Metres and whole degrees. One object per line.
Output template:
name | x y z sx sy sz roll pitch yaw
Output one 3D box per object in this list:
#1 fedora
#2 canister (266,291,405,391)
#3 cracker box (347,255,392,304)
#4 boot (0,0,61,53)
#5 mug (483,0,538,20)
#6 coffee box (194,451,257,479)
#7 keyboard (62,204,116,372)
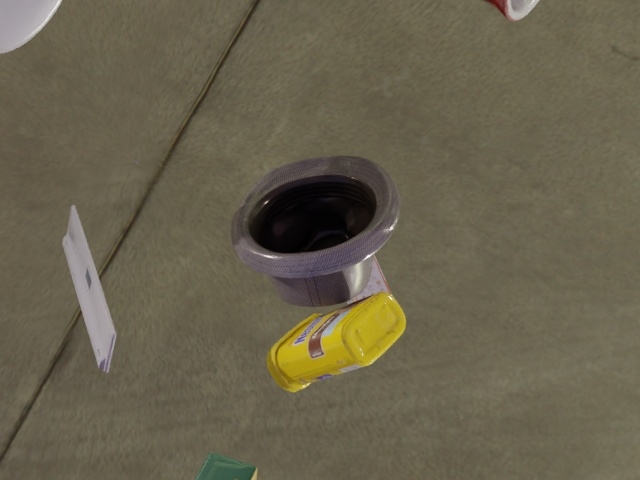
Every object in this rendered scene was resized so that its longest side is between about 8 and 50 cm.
fedora | 0.000 0.000 1.287 0.244 0.275 0.124 -9 123 5
canister | 0.021 0.136 1.213 0.126 0.170 0.073 -38 97 -41
cracker box | 0.057 0.037 1.619 0.067 0.156 0.232 -21 76 -5
boot | -0.288 -0.306 0.849 0.095 0.123 0.258 22 93 -43
mug | 0.037 -0.181 0.405 0.169 0.150 0.113 26 108 17
coffee box | -0.085 0.256 0.649 0.040 0.113 0.184 15 127 12
keyboard | -0.309 0.059 1.196 0.014 0.256 0.072 3 129 -33
